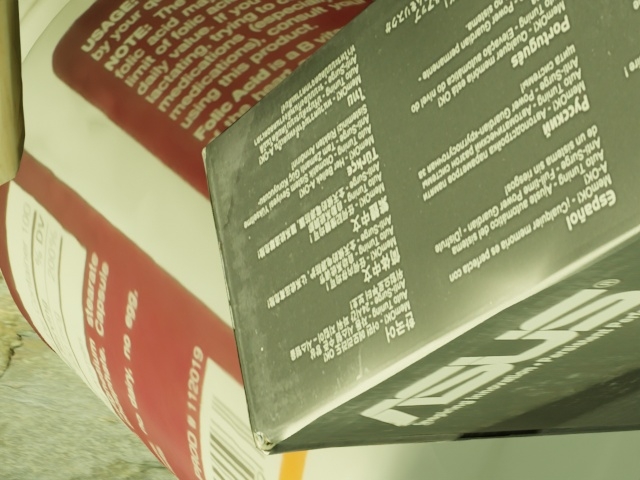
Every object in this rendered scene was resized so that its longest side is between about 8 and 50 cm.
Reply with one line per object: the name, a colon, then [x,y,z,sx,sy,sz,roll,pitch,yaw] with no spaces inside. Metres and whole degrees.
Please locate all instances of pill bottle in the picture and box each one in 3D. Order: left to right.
pill bottle: [0.000,0.000,0.798,0.224,0.224,0.392,29,-173,-42]

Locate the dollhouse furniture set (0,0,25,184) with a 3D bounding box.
dollhouse furniture set: [0.074,-0.134,0.490,0.394,0.256,0.362,11,161,-4]

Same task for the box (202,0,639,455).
box: [0.204,-0.057,0.417,0.318,0.097,0.395,2,157,-33]
